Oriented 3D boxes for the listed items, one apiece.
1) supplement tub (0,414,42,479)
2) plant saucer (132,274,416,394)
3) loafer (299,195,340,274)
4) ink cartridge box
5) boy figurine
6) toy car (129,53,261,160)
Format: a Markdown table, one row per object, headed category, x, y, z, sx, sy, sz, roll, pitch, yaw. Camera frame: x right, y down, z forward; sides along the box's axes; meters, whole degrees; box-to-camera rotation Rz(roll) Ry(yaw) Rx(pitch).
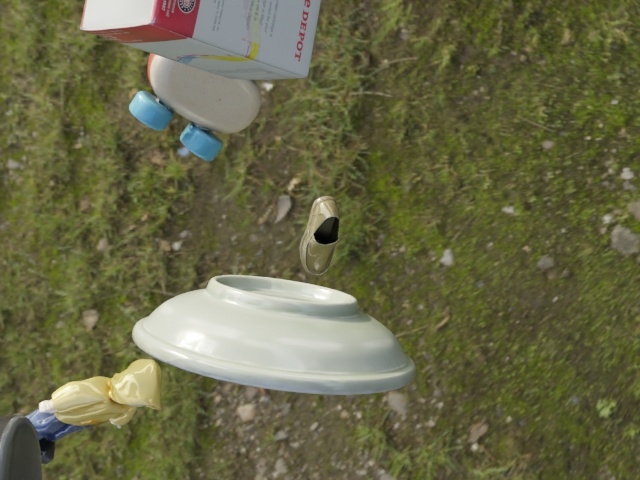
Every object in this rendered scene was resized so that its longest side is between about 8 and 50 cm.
| category | x | y | z | sx | sy | sz | roll | pitch | yaw |
| --- | --- | --- | --- | --- | --- | --- | --- | --- | --- |
| supplement tub | -0.254 | 0.130 | 0.426 | 0.198 | 0.106 | 0.106 | -1 | 97 | -2 |
| plant saucer | -0.058 | 0.116 | 1.166 | 0.401 | 0.400 | 0.100 | 12 | 95 | 30 |
| loafer | 0.000 | 0.000 | 1.344 | 0.050 | 0.056 | 0.148 | -113 | 25 | -54 |
| ink cartridge box | -0.102 | -0.230 | 0.756 | 0.127 | 0.176 | 0.128 | 11 | 90 | 47 |
| boy figurine | -0.369 | 0.280 | 1.359 | 0.285 | 0.177 | 0.092 | -24 | 59 | 17 |
| toy car | -0.225 | -0.305 | 1.491 | 0.219 | 0.210 | 0.238 | -53 | 32 | 11 |
